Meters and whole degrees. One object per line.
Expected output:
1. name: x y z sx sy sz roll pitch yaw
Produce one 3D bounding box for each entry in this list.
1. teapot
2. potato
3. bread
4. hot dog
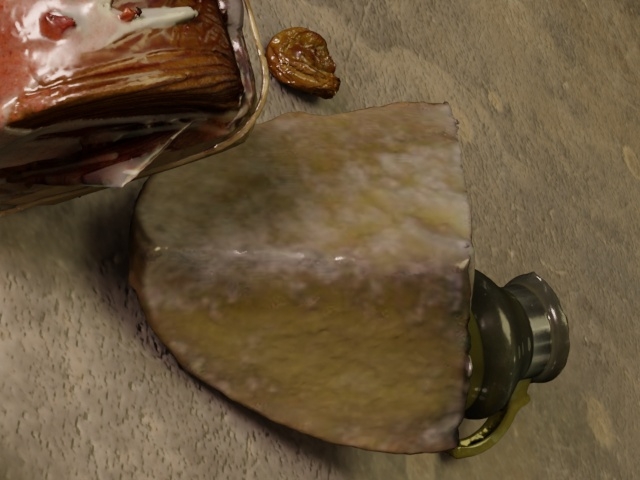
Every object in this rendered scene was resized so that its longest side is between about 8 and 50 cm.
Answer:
1. teapot: 0.135 0.099 1.439 0.119 0.130 0.165 -9 109 -29
2. potato: -0.017 0.023 1.265 0.264 0.189 0.211 2 41 -11
3. bread: -0.145 -0.088 1.034 0.212 0.224 0.142 28 45 -76
4. hot dog: -0.011 -0.149 1.466 0.083 0.035 0.058 16 53 -53
